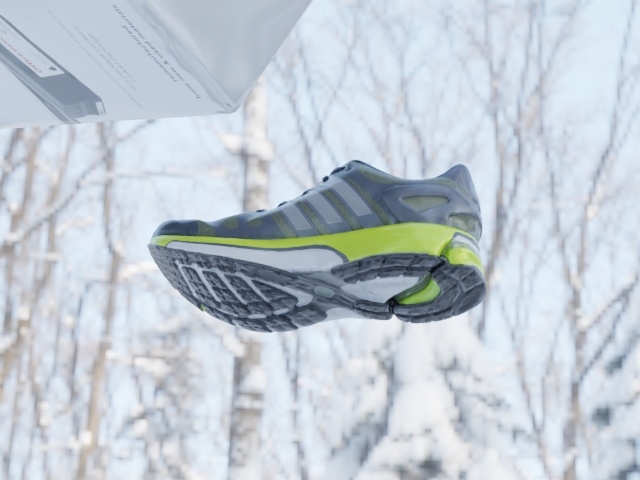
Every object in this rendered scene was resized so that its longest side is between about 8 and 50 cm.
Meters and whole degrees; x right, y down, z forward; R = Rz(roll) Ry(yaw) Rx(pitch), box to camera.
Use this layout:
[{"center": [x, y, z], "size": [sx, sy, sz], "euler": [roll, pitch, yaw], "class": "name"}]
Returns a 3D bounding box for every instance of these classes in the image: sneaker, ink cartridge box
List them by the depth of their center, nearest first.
[{"center": [0.000, 0.000, 1.361], "size": [0.300, 0.121, 0.111], "euler": [0, -39, 21], "class": "sneaker"}, {"center": [-0.171, -0.255, 1.430], "size": [0.395, 0.285, 0.166], "euler": [2, -38, 49], "class": "ink cartridge box"}]
